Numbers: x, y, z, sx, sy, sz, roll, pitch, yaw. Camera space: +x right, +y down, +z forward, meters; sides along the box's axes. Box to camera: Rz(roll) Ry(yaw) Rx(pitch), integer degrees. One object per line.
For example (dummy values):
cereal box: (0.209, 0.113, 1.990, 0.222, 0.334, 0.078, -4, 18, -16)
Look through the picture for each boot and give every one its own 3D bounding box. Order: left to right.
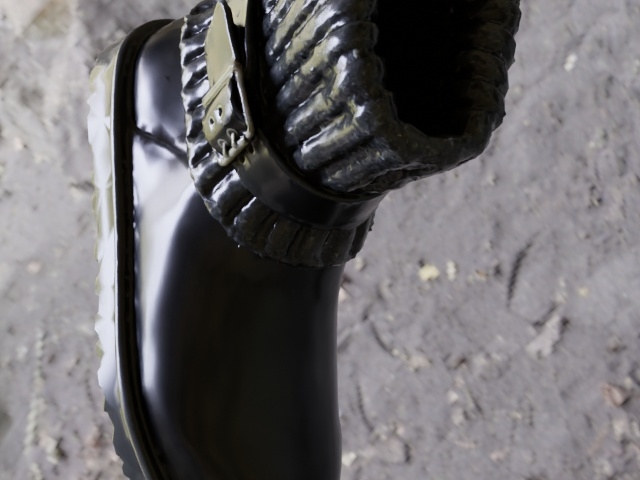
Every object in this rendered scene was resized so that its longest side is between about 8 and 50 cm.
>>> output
boot: (-0.003, -0.001, 0.771, 0.260, 0.131, 0.347, -19, 79, 45)
